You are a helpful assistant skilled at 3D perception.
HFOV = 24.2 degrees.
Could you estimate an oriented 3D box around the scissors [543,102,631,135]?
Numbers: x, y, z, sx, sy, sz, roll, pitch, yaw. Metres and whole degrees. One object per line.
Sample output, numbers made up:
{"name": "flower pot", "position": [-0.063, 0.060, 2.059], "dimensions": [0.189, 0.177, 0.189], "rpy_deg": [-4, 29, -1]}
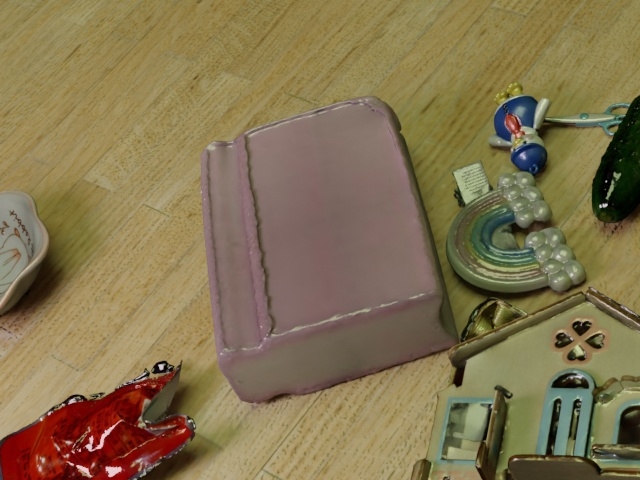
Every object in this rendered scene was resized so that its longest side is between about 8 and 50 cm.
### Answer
{"name": "scissors", "position": [0.336, -0.152, 1.878], "dimensions": [0.119, 0.014, 0.058], "rpy_deg": [0, 49, 19]}

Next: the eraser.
{"name": "eraser", "position": [0.000, 0.000, 1.812], "dimensions": [0.272, 0.122, 0.359], "rpy_deg": [-17, 46, 9]}

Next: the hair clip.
{"name": "hair clip", "position": [0.214, -0.007, 1.783], "dimensions": [0.140, 0.054, 0.220], "rpy_deg": [-19, 49, -3]}

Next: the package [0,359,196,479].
{"name": "package", "position": [-0.269, 0.240, 1.750], "dimensions": [0.269, 0.071, 0.194], "rpy_deg": [-24, 30, 6]}

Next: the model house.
{"name": "model house", "position": [0.274, 0.172, 1.507], "dimensions": [0.326, 0.169, 0.244], "rpy_deg": [-1, 48, 24]}

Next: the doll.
{"name": "doll", "position": [0.253, -0.135, 1.873], "dimensions": [0.098, 0.057, 0.143], "rpy_deg": [-35, 46, 29]}

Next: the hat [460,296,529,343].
{"name": "hat", "position": [0.199, 0.113, 1.669], "dimensions": [0.076, 0.059, 0.077], "rpy_deg": [24, 66, 19]}

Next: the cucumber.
{"name": "cucumber", "position": [0.378, -0.109, 1.790], "dimensions": [0.069, 0.069, 0.227], "rpy_deg": [8, 50, 29]}

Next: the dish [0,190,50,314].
{"name": "dish", "position": [-0.447, 0.041, 1.997], "dimensions": [0.229, 0.081, 0.229], "rpy_deg": [-13, 49, 16]}
